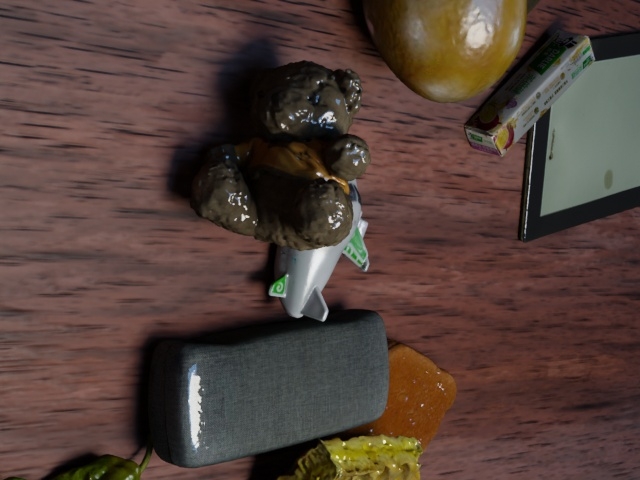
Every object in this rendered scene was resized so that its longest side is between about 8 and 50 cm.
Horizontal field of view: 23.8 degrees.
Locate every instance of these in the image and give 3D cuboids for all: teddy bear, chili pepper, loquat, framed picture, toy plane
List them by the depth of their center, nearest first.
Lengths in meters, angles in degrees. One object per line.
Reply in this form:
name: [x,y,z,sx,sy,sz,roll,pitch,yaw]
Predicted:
chili pepper: [-0.217,0.244,1.459,0.204,0.072,0.073,-8,107,-48]
teddy bear: [-0.025,-0.086,1.503,0.140,0.177,0.190,27,70,-62]
loquat: [0.132,-0.263,1.613,0.179,0.179,0.227,-31,120,-40]
toy plane: [-0.002,-0.001,1.626,0.174,0.080,0.174,-18,114,-47]
framed picture: [0.383,-0.152,2.083,0.347,0.016,0.265,-16,115,-47]

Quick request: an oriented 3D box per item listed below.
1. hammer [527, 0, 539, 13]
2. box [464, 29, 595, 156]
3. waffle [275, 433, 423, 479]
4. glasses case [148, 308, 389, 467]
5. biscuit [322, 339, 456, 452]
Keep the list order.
hammer: [0.264,-0.323,1.859,0.440,0.044,0.168,-46,133,-29]
box: [0.261,-0.185,1.883,0.207,0.050,0.041,-45,132,-24]
waffle: [0.027,0.286,1.721,0.160,0.055,0.211,-46,151,26]
glasses case: [-0.047,0.153,1.617,0.323,0.074,0.131,-7,99,-48]
biscuit: [0.079,0.218,1.834,0.192,0.036,0.186,35,78,-49]
